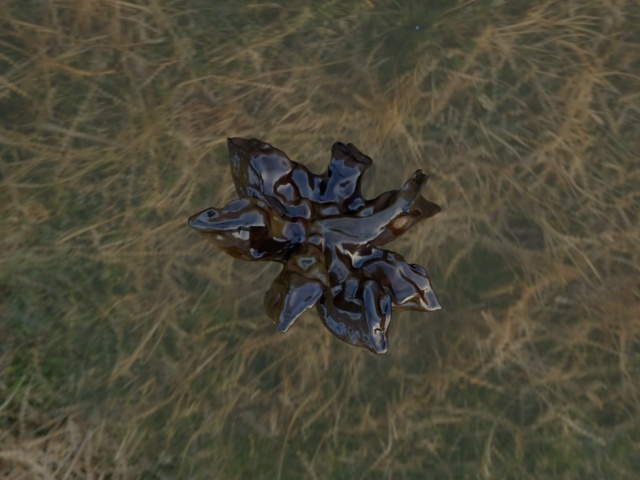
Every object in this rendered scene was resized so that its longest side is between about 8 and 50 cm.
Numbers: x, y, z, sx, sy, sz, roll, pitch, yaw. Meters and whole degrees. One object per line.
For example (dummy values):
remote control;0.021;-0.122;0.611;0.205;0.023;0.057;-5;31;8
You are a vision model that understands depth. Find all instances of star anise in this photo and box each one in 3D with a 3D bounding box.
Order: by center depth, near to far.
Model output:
star anise;0.000;-0.001;0.778;0.168;0.168;0.057;26;144;0
